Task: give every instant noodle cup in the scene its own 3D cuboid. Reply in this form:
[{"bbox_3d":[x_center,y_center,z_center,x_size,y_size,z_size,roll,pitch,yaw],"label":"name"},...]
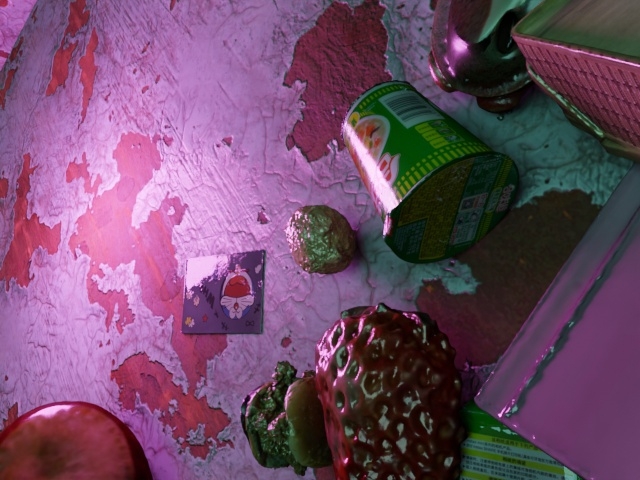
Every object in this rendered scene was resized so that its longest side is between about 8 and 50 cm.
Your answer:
[{"bbox_3d":[0.139,-0.117,0.878,0.207,0.207,0.233,-47,49,23],"label":"instant noodle cup"}]

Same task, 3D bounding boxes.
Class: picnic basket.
[{"bbox_3d":[0.383,-0.208,0.616,0.228,0.175,0.313,-41,25,9],"label":"picnic basket"}]

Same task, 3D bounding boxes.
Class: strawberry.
[{"bbox_3d":[0.073,0.256,0.813,0.265,0.149,0.337,146,126,-60],"label":"strawberry"}]

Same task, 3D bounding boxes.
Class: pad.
[{"bbox_3d":[-0.208,0.112,1.234,0.245,0.006,0.170,-7,77,38],"label":"pad"}]

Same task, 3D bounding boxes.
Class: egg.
[{"bbox_3d":[0.000,0.000,1.011,0.140,0.118,0.116,38,89,29],"label":"egg"}]

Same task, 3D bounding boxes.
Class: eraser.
[{"bbox_3d":[0.350,0.081,0.579,0.359,0.122,0.272,-55,19,-5],"label":"eraser"}]

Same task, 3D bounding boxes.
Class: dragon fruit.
[{"bbox_3d":[0.276,-0.331,0.849,0.295,0.130,0.268,-49,50,22],"label":"dragon fruit"}]

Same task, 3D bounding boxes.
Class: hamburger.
[{"bbox_3d":[-0.036,0.281,0.959,0.131,0.159,0.185,-19,90,40],"label":"hamburger"}]

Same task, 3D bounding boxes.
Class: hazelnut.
[{"bbox_3d":[-0.523,0.539,1.197,0.359,0.359,0.409,-55,45,17],"label":"hazelnut"}]

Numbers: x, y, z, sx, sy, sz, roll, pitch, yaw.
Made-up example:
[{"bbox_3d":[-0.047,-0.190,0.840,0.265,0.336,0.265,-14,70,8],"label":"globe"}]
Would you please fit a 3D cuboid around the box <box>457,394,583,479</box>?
[{"bbox_3d":[0.255,0.332,0.744,0.180,0.103,0.250,-1,82,39],"label":"box"}]
